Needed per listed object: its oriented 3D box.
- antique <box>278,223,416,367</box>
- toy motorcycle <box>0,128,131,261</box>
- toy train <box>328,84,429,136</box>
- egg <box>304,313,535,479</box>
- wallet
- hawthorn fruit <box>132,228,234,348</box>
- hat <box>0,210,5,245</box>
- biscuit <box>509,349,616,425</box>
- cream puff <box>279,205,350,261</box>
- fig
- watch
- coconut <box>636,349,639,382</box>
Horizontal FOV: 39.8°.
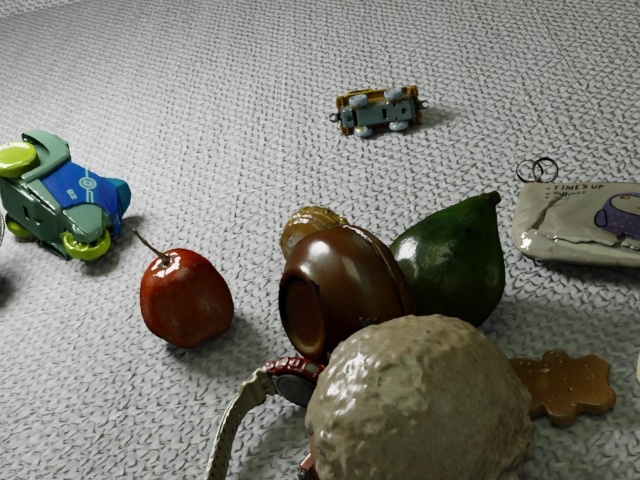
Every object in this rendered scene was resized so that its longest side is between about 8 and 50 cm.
[{"bbox_3d":[0.026,0.092,1.295,0.129,0.223,0.278,-16,4,-26],"label":"antique"},{"bbox_3d":[-0.507,-0.080,1.798,0.326,0.191,0.200,30,49,27],"label":"toy motorcycle"},{"bbox_3d":[0.128,-0.290,1.932,0.219,0.089,0.127,-7,25,11],"label":"toy train"},{"bbox_3d":[0.119,0.222,1.069,0.279,0.279,0.310,22,36,40],"label":"egg"},{"bbox_3d":[0.469,-0.040,1.474,0.335,0.068,0.275,6,37,24],"label":"wallet"},{"bbox_3d":[-0.228,0.073,1.439,0.163,0.203,0.162,-10,38,8],"label":"hawthorn fruit"},{"bbox_3d":[-0.713,0.035,1.732,0.266,0.128,0.265,-7,50,8],"label":"hat"},{"bbox_3d":[0.312,0.205,1.220,0.184,0.027,0.133,-13,35,4],"label":"biscuit"},{"bbox_3d":[0.002,0.002,1.532,0.144,0.126,0.103,21,31,28],"label":"cream puff"},{"bbox_3d":[0.192,0.026,1.342,0.195,0.195,0.245,22,91,40],"label":"fig"},{"bbox_3d":[-0.060,0.281,1.201,0.165,0.102,0.268,0,45,17],"label":"watch"},{"bbox_3d":[0.514,0.134,1.074,0.245,0.245,0.247,-21,34,-11],"label":"coconut"}]
